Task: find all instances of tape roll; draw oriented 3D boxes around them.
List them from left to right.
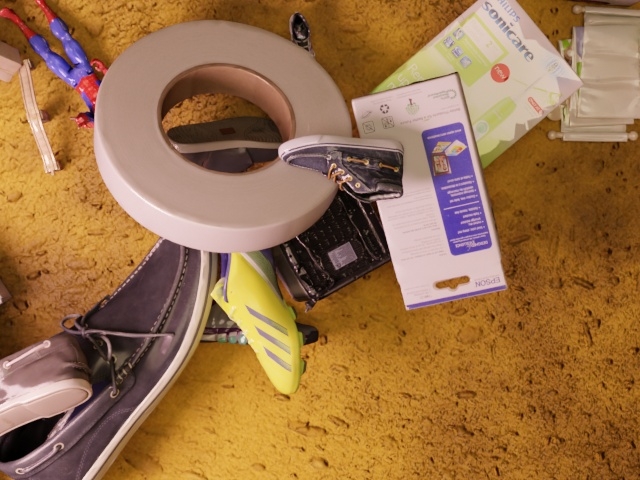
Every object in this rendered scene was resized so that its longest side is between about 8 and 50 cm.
[{"bbox_3d":[-0.143,-0.164,1.668,0.392,0.072,0.392,6,58,-9],"label":"tape roll"}]

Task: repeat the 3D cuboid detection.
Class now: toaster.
[{"bbox_3d":[0.000,0.000,1.743,0.185,0.110,0.168,-29,92,-20],"label":"toaster"}]

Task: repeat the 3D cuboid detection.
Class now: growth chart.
[{"bbox_3d":[0.457,-0.272,1.814,0.172,0.021,0.237,9,91,-2],"label":"growth chart"}]

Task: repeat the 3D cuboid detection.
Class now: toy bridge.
[{"bbox_3d":[-0.446,-0.194,1.757,0.026,0.063,0.188,-15,92,-2],"label":"toy bridge"}]

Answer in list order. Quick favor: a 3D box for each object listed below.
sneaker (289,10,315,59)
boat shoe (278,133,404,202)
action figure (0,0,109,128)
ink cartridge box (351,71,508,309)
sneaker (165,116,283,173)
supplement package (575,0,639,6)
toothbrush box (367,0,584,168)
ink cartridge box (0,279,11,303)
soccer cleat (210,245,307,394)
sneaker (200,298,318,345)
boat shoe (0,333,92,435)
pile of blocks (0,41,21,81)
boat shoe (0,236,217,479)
[{"bbox_3d":[-0.031,-0.316,1.768,0.038,0.069,0.098,-15,92,-1],"label":"sneaker"},{"bbox_3d":[0.032,-0.102,1.593,0.183,0.065,0.083,0,71,-7],"label":"boat shoe"},{"bbox_3d":[-0.387,-0.269,1.725,0.091,0.139,0.280,-40,95,0],"label":"action figure"},{"bbox_3d":[0.167,-0.073,1.672,0.165,0.065,0.333,-12,99,13],"label":"ink cartridge box"},{"bbox_3d":[-0.144,-0.127,1.774,0.222,0.083,0.118,-4,128,-20],"label":"sneaker"},{"bbox_3d":[0.451,-0.482,1.687,0.145,0.262,0.204,5,92,-2],"label":"supplement package"},{"bbox_3d":[0.231,-0.229,1.748,0.283,0.122,0.206,-40,93,2],"label":"toothbrush box"},{"bbox_3d":[-0.598,0.087,1.753,0.175,0.072,0.127,-32,93,-1],"label":"ink cartridge box"},{"bbox_3d":[-0.104,0.098,1.669,0.121,0.093,0.289,-16,92,-25],"label":"soccer cleat"},{"bbox_3d":[-0.112,0.118,1.772,0.223,0.083,0.098,3,87,-2],"label":"sneaker"},{"bbox_3d":[-0.489,0.230,1.600,0.335,0.112,0.095,-19,61,2],"label":"boat shoe"},{"bbox_3d":[-0.652,-0.259,1.740,0.362,0.149,0.113,-12,49,-11],"label":"pile of blocks"},{"bbox_3d":[-0.326,0.179,1.702,0.156,0.187,0.500,31,94,-38],"label":"boat shoe"}]
